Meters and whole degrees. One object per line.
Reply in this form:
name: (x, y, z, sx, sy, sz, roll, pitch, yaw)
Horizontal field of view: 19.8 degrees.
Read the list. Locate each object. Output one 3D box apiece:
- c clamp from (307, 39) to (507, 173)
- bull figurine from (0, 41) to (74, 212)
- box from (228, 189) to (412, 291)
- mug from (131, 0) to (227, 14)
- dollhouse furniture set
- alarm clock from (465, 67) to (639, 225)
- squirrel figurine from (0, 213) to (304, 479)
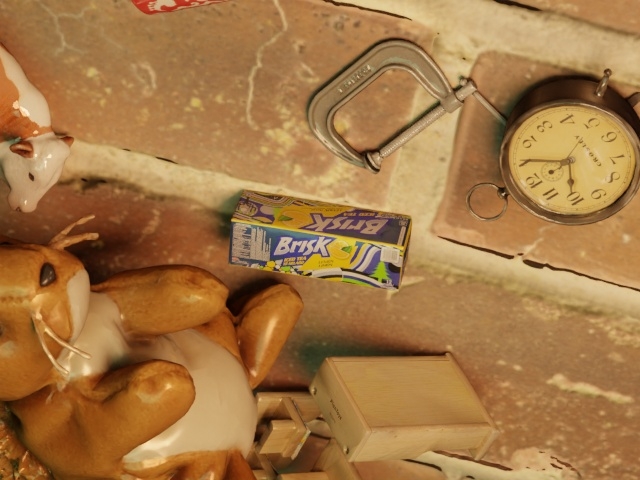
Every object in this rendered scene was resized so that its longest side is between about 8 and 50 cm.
c clamp: (0.073, -0.114, 1.699, 0.160, 0.022, 0.137, -31, 111, 26)
bull figurine: (-0.361, -0.159, 1.715, 0.188, 0.101, 0.310, -13, 118, 21)
box: (0.000, 0.000, 1.763, 0.169, 0.059, 0.054, 10, 124, 6)
mug: (-0.084, -0.274, 1.602, 0.169, 0.150, 0.113, -11, 155, 23)
dollhouse furniture set: (0.040, 0.233, 1.826, 0.161, 0.212, 0.242, 2, 132, -35)
alarm clock: (0.213, -0.073, 1.670, 0.192, 0.064, 0.129, -31, 111, 24)
squirrel figurine: (-0.265, 0.124, 1.731, 0.397, 0.281, 0.370, -11, 149, 43)
